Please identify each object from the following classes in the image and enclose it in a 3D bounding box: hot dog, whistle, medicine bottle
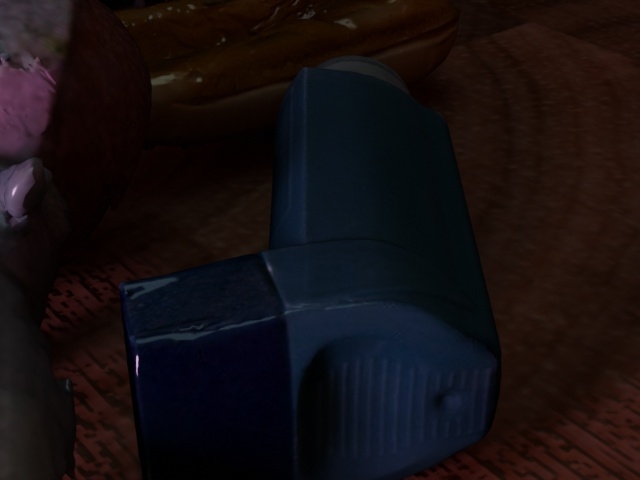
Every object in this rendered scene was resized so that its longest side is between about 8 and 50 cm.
[{"bbox_3d":[-0.018,-0.100,0.609,0.249,0.076,0.102,-24,50,-35],"label":"hot dog"},{"bbox_3d":[-0.127,-0.009,0.414,0.142,0.133,0.346,-32,40,11],"label":"whistle"},{"bbox_3d":[0.000,0.000,0.436,0.124,0.079,0.258,-1,31,3],"label":"medicine bottle"}]

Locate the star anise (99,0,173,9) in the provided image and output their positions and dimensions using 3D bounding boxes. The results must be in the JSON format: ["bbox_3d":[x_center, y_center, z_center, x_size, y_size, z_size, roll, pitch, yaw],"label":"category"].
[{"bbox_3d":[-0.140,-0.219,0.795,0.236,0.093,0.229,22,38,31],"label":"star anise"}]
